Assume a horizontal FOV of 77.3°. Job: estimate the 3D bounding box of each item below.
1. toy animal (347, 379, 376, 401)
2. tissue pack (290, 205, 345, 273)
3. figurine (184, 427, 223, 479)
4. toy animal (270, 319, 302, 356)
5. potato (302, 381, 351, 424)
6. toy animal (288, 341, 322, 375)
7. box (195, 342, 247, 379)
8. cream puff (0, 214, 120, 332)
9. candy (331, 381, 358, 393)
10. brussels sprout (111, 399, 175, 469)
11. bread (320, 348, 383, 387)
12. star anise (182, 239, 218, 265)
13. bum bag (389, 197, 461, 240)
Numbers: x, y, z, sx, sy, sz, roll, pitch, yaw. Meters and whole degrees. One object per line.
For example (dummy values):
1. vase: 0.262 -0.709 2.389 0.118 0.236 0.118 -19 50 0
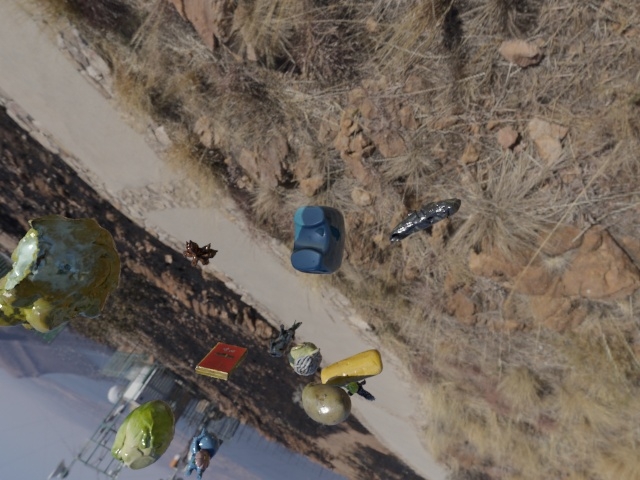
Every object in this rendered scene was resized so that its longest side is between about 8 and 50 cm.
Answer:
1. toy animal: 0.188 0.743 2.028 0.220 0.108 0.062 35 125 40
2. tissue pack: 0.000 0.000 1.687 0.198 0.287 0.206 -2 173 36
3. figurine: -0.462 0.830 1.537 0.114 0.178 0.144 28 116 -5
4. toy animal: -0.176 0.494 2.078 0.082 0.269 0.137 29 145 19
5. potato: 0.019 0.666 1.645 0.165 0.165 0.262 40 158 -16
6. toy animal: -0.033 0.350 1.175 0.098 0.098 0.137 45 146 -22
7. box: -0.267 0.328 1.093 0.090 0.133 0.023 12 106 11
8. cream puff: -0.716 0.102 1.118 0.275 0.323 0.270 23 150 -29
9. candy: 0.082 0.497 1.365 0.123 0.035 0.035 24 -166 -34
10. brussels sprout: -0.411 0.459 0.954 0.155 0.155 0.117 -3 144 37
11. bread: 0.140 0.591 1.837 0.305 0.142 0.091 -25 104 10
12. star anise: -0.710 0.081 2.319 0.196 0.111 0.212 -18 148 33
13. bum bag: 0.421 -0.093 1.624 0.341 0.144 0.095 -32 95 42
